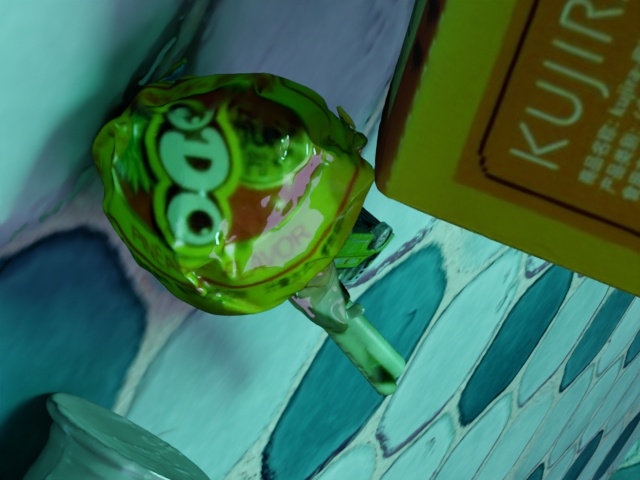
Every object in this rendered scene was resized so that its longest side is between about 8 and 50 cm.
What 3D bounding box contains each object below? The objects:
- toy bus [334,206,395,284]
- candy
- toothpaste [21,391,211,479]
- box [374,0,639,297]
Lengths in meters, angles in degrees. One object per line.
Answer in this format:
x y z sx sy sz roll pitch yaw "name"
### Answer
0.000 0.000 0.564 0.037 0.031 0.083 -55 160 15 "toy bus"
-0.003 0.013 0.487 0.073 0.077 0.262 -57 156 -9 "candy"
-0.140 0.195 0.469 0.114 0.073 0.299 33 88 -50 "toothpaste"
0.165 -0.149 0.372 0.260 0.213 0.284 -65 174 -50 "box"
